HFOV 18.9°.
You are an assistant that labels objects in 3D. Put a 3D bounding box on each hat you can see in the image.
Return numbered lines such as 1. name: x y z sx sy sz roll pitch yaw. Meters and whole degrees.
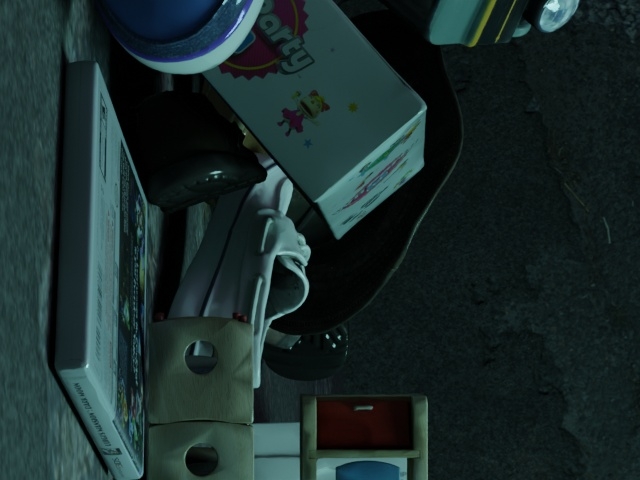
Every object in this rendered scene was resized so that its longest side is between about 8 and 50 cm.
1. hat: -0.025 -0.086 1.707 0.134 0.331 0.331 25 48 -32

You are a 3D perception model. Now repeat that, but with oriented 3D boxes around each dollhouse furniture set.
1. dollhouse furniture set: -0.018 0.111 1.231 0.129 0.184 0.129 164 -74 -85

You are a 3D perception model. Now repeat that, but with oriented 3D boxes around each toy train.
1. toy train: 0.084 -0.295 1.739 0.334 0.190 0.142 46 -54 30

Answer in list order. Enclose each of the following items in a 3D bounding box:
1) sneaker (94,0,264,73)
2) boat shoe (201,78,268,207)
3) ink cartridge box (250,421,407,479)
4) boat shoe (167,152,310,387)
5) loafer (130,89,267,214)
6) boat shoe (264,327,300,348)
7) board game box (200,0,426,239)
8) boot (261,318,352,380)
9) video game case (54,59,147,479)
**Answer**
1. sneaker: -0.106 -0.256 1.001 0.236 0.130 0.323 -1 92 -76
2. boat shoe: -0.061 -0.187 1.590 0.121 0.110 0.341 83 23 -67
3. ink cartridge box: 0.016 0.284 1.872 0.232 0.171 0.168 76 12 -68
4. boat shoe: -0.049 0.027 1.450 0.258 0.084 0.095 -70 168 -48
5. loafer: -0.086 -0.068 1.317 0.220 0.080 0.078 135 -65 -88
6. boat shoe: 0.000 0.001 1.802 0.223 0.073 0.080 -57 -145 1
7. board game box: -0.031 -0.124 1.302 0.224 0.097 0.303 50 -1 6
8. boot: -0.006 -0.050 2.076 0.260 0.131 0.348 -76 174 -55
9. video game case: -0.125 0.021 1.112 0.173 0.022 0.190 79 8 -63
